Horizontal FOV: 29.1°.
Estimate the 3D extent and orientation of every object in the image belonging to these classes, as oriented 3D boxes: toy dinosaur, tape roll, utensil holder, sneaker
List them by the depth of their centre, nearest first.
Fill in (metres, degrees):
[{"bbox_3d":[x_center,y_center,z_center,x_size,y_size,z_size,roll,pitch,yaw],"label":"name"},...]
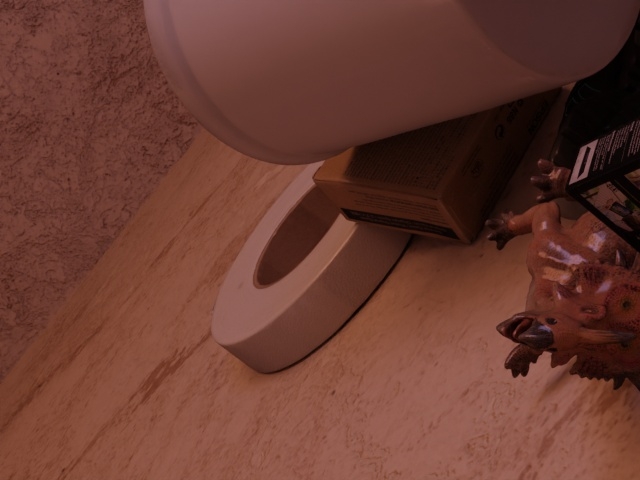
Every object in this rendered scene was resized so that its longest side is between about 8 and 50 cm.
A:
[{"bbox_3d":[0.236,0.012,0.938,0.295,0.127,0.200,-45,21,-21],"label":"toy dinosaur"},{"bbox_3d":[0.273,-0.107,1.147,0.267,0.101,0.106,-53,4,-31],"label":"sneaker"},{"bbox_3d":[0.066,-0.260,1.192,0.385,0.327,0.328,-8,45,50],"label":"utensil holder"},{"bbox_3d":[0.000,0.000,1.632,0.392,0.072,0.392,-46,18,20],"label":"tape roll"}]

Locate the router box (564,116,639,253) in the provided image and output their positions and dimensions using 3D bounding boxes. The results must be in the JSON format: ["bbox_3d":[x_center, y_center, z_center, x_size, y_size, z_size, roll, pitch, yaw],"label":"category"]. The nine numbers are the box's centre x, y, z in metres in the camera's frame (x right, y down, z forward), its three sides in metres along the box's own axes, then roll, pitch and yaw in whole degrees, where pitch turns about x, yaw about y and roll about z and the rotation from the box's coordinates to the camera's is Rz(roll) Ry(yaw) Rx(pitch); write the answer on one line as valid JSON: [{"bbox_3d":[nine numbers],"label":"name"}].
[{"bbox_3d":[0.268,-0.016,0.793,0.133,0.179,0.046,-26,32,52],"label":"router box"}]

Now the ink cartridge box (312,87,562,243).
[{"bbox_3d":[0.134,-0.122,1.400,0.193,0.088,0.235,12,62,45],"label":"ink cartridge box"}]
